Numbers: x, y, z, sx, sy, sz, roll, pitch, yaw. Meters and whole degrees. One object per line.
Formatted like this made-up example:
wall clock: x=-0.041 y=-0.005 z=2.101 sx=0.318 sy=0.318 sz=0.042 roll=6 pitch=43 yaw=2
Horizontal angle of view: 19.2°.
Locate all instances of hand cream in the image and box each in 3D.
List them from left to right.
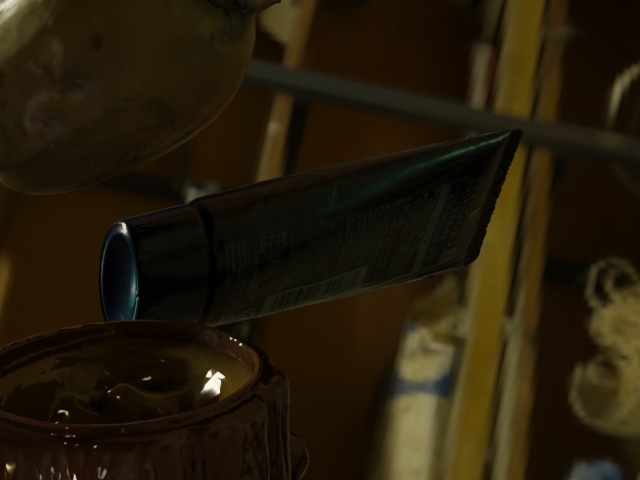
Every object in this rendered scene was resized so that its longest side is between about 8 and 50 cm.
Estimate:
hand cream: x=0.000 y=0.000 z=1.148 sx=0.061 sy=0.270 sz=0.120 roll=56 pitch=145 yaw=37

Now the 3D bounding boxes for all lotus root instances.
lotus root: x=-0.102 y=-0.104 z=1.001 sx=0.118 sy=0.221 sz=0.125 roll=60 pitch=-176 yaw=12

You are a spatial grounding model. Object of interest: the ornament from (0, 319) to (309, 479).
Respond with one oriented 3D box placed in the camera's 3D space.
ornament: x=-0.098 y=0.170 z=1.023 sx=0.235 sy=0.221 sz=0.217 roll=-145 pitch=50 yaw=-62
